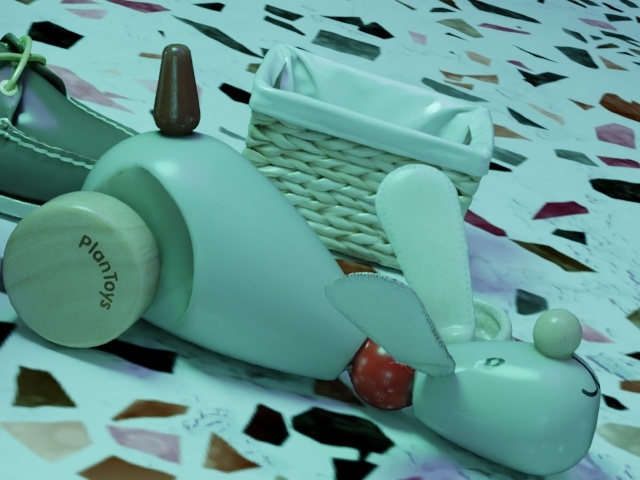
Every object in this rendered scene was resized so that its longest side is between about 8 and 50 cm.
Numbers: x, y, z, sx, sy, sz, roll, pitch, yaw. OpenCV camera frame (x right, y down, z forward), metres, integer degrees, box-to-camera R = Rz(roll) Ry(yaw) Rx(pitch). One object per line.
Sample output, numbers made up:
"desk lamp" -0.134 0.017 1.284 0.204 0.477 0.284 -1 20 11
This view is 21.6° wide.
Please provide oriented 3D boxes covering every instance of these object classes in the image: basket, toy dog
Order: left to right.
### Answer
"toy dog" 0.000 0.000 0.928 0.334 0.161 0.220 13 22 -10
"basket" 0.026 -0.054 1.156 0.167 0.103 0.113 18 22 -1

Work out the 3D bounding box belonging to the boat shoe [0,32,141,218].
"boat shoe" -0.231 -0.094 1.074 0.305 0.091 0.109 21 22 11
